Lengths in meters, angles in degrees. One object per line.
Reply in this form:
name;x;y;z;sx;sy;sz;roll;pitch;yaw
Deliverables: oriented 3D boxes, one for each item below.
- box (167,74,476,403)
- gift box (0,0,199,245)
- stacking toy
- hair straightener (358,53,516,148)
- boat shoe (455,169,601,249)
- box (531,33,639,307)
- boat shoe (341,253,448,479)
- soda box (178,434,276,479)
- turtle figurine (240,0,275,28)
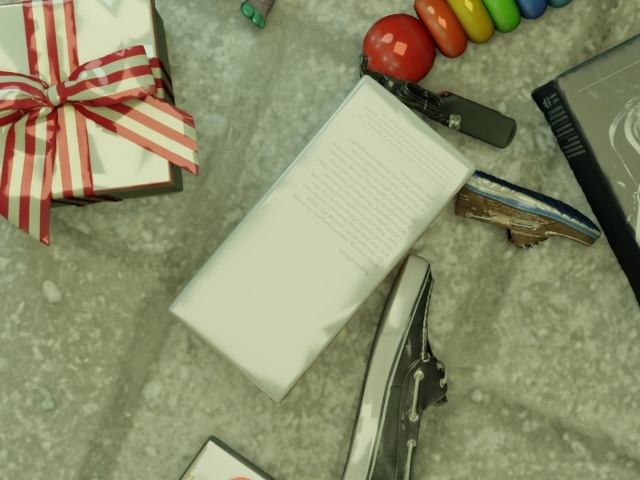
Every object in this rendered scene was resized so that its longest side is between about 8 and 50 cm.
box;0.000;0.000;1.840;0.168;0.215;0.345;41;89;0
gift box;-0.271;-0.138;1.818;0.255;0.258;0.276;-12;88;-1
stacking toy;0.195;-0.298;1.901;0.330;0.141;0.141;-30;89;4
hair straightener;0.141;-0.165;1.864;0.230;0.089;0.047;25;97;-28
boat shoe;0.250;-0.026;1.926;0.183;0.066;0.066;23;105;-2
box;0.479;-0.122;1.870;0.343;0.179;0.312;-28;90;-1
boat shoe;0.105;0.169;1.893;0.102;0.108;0.301;13;91;0
soda box;-0.067;0.327;1.904;0.216;0.069;0.074;35;88;1
turtle figurine;-0.029;-0.378;1.899;0.234;0.118;0.175;-44;75;13
